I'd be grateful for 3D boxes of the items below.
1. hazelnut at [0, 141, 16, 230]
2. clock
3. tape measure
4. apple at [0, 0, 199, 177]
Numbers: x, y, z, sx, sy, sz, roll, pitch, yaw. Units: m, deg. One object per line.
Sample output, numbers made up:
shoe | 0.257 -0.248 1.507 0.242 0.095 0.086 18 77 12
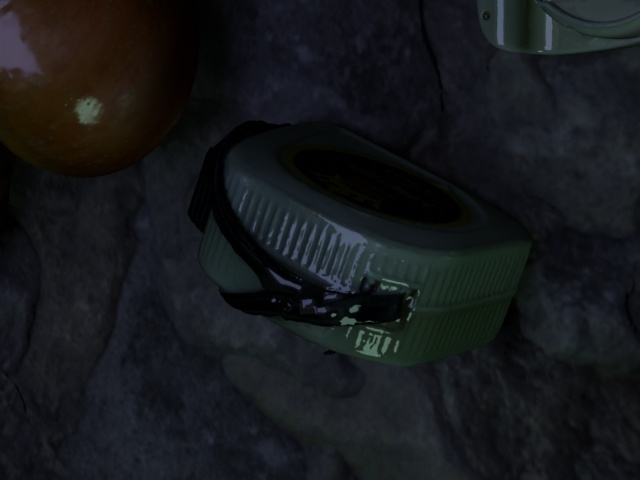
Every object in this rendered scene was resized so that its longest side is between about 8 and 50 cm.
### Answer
hazelnut | -0.343 -0.063 1.444 0.178 0.178 0.204 1 100 36
clock | 0.190 -0.194 1.090 0.191 0.062 0.151 3 96 36
tape measure | 0.000 0.000 1.163 0.235 0.207 0.115 29 113 29
apple | -0.196 -0.163 1.292 0.235 0.210 0.173 43 100 -6
